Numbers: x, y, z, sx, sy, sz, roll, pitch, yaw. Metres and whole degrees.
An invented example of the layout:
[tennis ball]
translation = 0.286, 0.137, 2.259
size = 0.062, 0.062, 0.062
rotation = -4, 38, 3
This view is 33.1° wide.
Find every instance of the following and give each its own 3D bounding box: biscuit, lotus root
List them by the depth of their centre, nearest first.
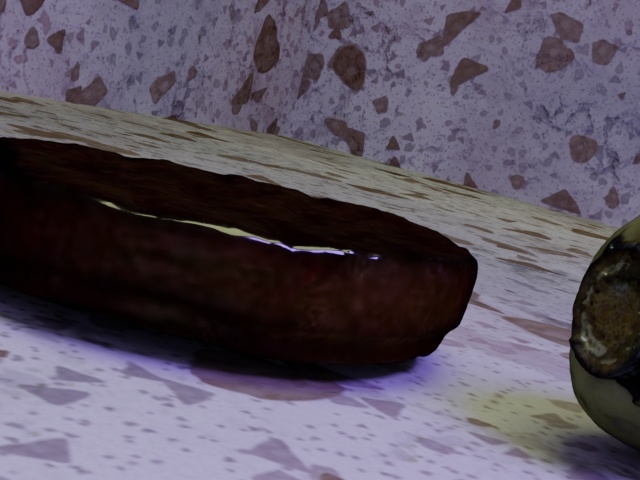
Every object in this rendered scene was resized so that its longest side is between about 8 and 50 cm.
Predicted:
[lotus root]
translation = 0.288, 0.075, 0.679
size = 0.309, 0.173, 0.173
rotation = 17, 6, -25
[biscuit]
translation = -0.088, 0.003, 0.800
size = 0.408, 0.091, 0.407
rotation = 12, 8, -2
